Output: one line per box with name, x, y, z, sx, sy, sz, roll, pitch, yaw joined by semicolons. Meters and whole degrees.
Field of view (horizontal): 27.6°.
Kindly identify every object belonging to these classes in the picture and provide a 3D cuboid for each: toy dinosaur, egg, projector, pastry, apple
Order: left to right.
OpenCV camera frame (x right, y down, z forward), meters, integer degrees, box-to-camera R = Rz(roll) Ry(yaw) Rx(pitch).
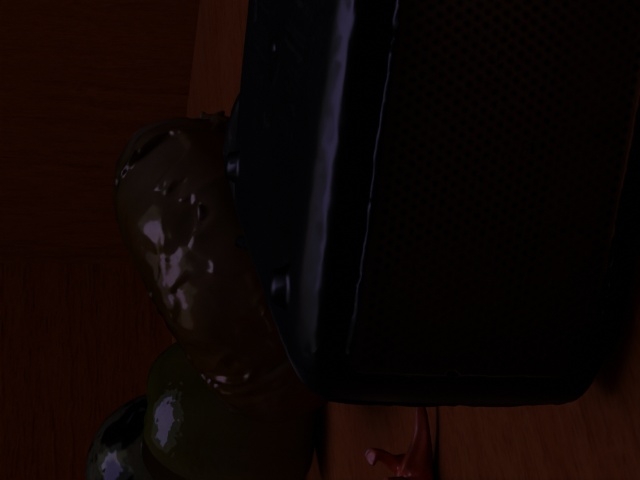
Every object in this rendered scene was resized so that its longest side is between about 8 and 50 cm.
egg;-0.228;0.405;2.198;0.287;0.379;0.288;-22;52;30
apple;-0.137;0.266;1.940;0.292;0.254;0.292;-174;90;-79
pastry;-0.087;0.025;1.579;0.410;0.245;0.409;59;174;10
toy dinosaur;0.078;0.277;1.315;0.055;0.101;0.280;23;102;62
projector;0.072;-0.136;0.976;0.395;0.242;0.405;-114;29;-68

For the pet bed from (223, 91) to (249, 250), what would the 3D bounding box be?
pet bed;0.017;-0.068;1.329;0.183;0.210;0.159;112;147;-58
